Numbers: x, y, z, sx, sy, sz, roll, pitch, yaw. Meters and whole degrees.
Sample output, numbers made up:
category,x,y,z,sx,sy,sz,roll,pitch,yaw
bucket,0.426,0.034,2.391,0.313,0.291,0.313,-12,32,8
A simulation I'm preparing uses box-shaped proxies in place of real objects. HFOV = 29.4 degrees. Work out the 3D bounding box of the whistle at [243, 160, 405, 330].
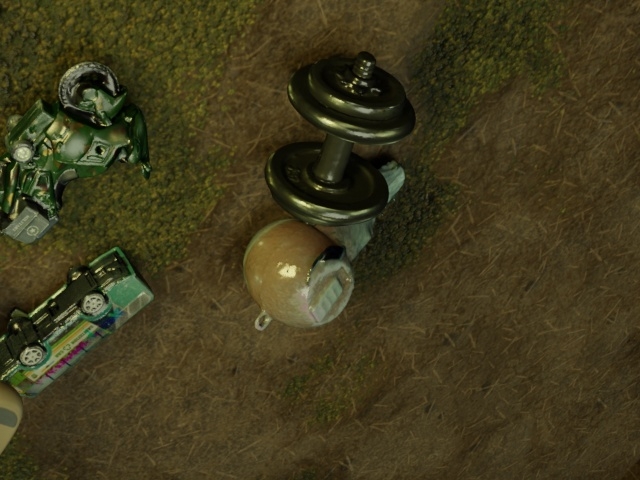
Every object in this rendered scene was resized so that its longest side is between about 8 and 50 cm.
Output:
category,x,y,z,sx,sy,sz,roll,pitch,yaw
whistle,0.000,0.000,1.922,0.348,0.189,0.189,-50,139,-13

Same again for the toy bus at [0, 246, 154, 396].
category,x,y,z,sx,sy,sz,roll,pitch,yaw
toy bus,-0.376,0.124,1.822,0.261,0.091,0.109,-39,137,0

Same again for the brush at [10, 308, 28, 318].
category,x,y,z,sx,sy,sz,roll,pitch,yaw
brush,-0.436,0.124,1.851,0.016,0.013,0.083,-46,132,9

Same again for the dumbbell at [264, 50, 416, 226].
category,x,y,z,sx,sy,sz,roll,pitch,yaw
dumbbell,0.027,-0.140,1.757,0.192,0.192,0.290,-3,130,-29

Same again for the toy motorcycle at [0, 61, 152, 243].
category,x,y,z,sx,sy,sz,roll,pitch,yaw
toy motorcycle,-0.335,-0.105,1.634,0.274,0.125,0.187,-43,127,13

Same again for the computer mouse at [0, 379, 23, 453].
category,x,y,z,sx,sy,sz,roll,pitch,yaw
computer mouse,-0.518,0.289,1.702,0.236,0.082,0.145,-53,150,0
